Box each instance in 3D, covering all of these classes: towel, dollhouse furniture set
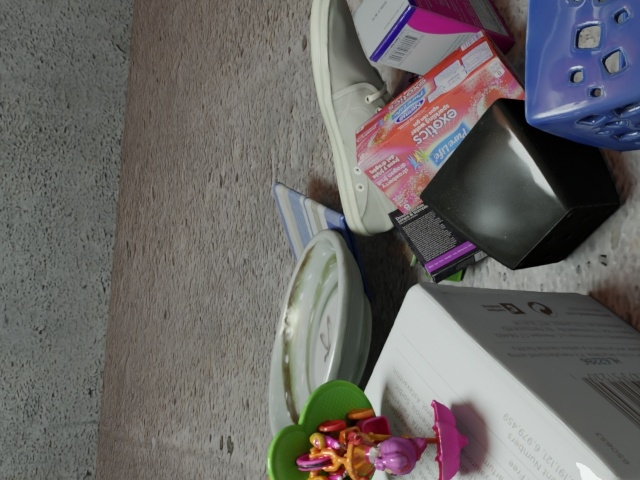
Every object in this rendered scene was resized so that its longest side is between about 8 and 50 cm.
[{"bbox_3d":[0.000,0.000,1.463,0.285,0.034,0.209,29,142,55],"label":"towel"},{"bbox_3d":[0.193,0.018,1.259,0.152,0.058,0.076,-116,33,-67],"label":"dollhouse furniture set"}]

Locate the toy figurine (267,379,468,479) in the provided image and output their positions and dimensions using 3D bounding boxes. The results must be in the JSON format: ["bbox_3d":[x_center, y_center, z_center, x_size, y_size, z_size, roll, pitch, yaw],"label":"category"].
[{"bbox_3d":[0.061,0.205,0.729,0.159,0.173,0.130,-15,84,43],"label":"toy figurine"}]

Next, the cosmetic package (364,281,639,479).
[{"bbox_3d":[0.241,0.303,0.864,0.327,0.329,0.394,46,122,49],"label":"cosmetic package"}]

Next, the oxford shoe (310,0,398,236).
[{"bbox_3d":[0.079,-0.214,1.242,0.130,0.169,0.449,-4,118,21],"label":"oxford shoe"}]

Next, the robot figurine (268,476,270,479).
[{"bbox_3d":[0.005,0.404,1.287,0.219,0.158,0.128,-33,52,16],"label":"robot figurine"}]

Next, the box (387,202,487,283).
[{"bbox_3d":[0.196,-0.015,1.190,0.162,0.116,0.029,60,177,41],"label":"box"}]

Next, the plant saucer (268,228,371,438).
[{"bbox_3d":[0.008,0.182,1.319,0.400,0.100,0.400,-167,90,-75],"label":"plant saucer"}]

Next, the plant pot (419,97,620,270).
[{"bbox_3d":[0.288,-0.066,0.999,0.167,0.187,0.188,57,132,28],"label":"plant pot"}]

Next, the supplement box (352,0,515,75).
[{"bbox_3d":[0.179,-0.334,1.153,0.111,0.220,0.114,-49,46,41],"label":"supplement box"}]

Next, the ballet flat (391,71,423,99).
[{"bbox_3d":[0.150,-0.234,1.327,0.079,0.077,0.221,54,132,19],"label":"ballet flat"}]

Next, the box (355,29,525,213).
[{"bbox_3d":[0.185,-0.176,1.102,0.257,0.122,0.128,-37,25,22],"label":"box"}]

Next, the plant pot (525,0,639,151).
[{"bbox_3d":[0.385,-0.236,0.823,0.212,0.236,0.236,0,86,50],"label":"plant pot"}]
